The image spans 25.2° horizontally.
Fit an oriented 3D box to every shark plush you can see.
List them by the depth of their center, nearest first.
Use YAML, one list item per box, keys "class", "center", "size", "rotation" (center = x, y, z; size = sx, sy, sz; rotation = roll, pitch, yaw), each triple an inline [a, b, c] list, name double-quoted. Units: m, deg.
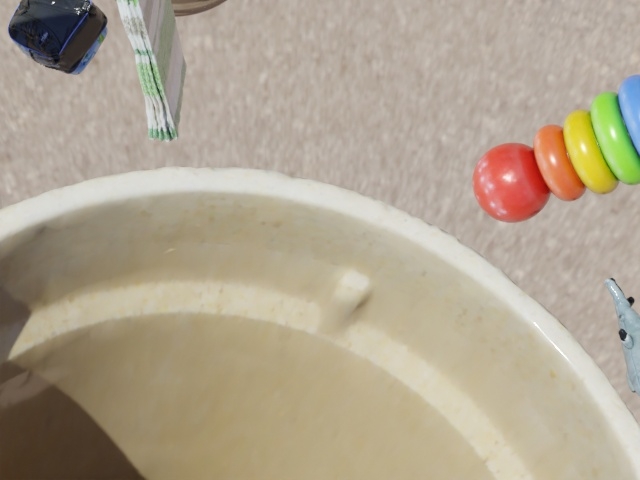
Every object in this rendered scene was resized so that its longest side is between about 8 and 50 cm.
- class: "shark plush"
  center: [0.402, 0.122, 1.813]
  size: [0.073, 0.067, 0.161]
  rotation: [-15, 78, 37]

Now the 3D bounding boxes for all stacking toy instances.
- class: "stacking toy"
  center: [0.315, -0.105, 1.538]
  size: [0.330, 0.141, 0.141]
  rotation: [-23, 73, 21]

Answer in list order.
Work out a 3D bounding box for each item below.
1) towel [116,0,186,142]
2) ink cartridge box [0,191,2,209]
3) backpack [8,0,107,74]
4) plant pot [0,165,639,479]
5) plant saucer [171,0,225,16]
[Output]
- class: "towel"
  center: [-0.127, -0.161, 1.043]
  size: [0.023, 0.152, 0.113]
  rotation: [-8, 38, 5]
- class: "ink cartridge box"
  center: [-0.326, -0.009, 0.945]
  size: [0.201, 0.278, 0.117]
  rotation: [-3, 113, -6]
- class: "backpack"
  center: [-0.348, -0.276, 1.890]
  size: [0.114, 0.084, 0.105]
  rotation: [24, 77, 28]
- class: "plant pot"
  center: [-0.057, 0.191, 0.607]
  size: [0.333, 0.305, 0.334]
  rotation: [8, 56, -12]
- class: "plant saucer"
  center: [-0.170, -0.394, 1.618]
  size: [0.277, 0.041, 0.278]
  rotation: [-1, 92, -30]
